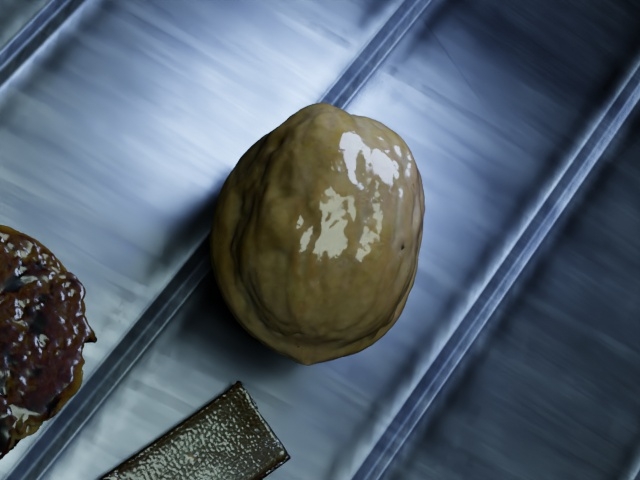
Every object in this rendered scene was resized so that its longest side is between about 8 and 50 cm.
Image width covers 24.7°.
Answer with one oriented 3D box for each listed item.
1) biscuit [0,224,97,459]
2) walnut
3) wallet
[{"bbox_3d":[-0.446,0.132,1.853,0.289,0.081,0.334,39,58,-3],"label":"biscuit"},{"bbox_3d":[-0.003,-0.001,1.983,0.306,0.306,0.344,10,73,-23],"label":"walnut"},{"bbox_3d":[-0.167,0.309,1.978,0.243,0.039,0.133,-34,87,-28],"label":"wallet"}]
